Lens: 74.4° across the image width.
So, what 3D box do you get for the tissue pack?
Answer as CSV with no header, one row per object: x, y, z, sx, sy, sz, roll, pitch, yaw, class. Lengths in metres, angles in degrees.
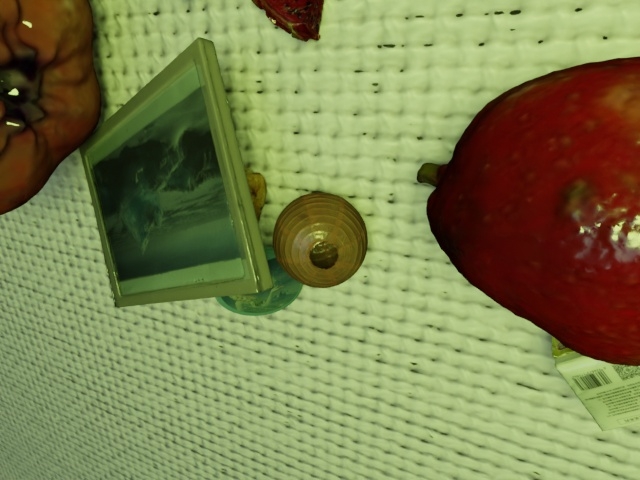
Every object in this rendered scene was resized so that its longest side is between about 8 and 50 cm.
0.367,0.134,0.486,0.149,0.099,0.106,-35,95,33,tissue pack

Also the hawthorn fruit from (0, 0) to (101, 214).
-0.564,-0.270,0.577,0.473,0.472,0.470,10,115,23,hawthorn fruit

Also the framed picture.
-0.263,-0.061,0.667,0.447,0.028,0.325,-12,92,42,framed picture

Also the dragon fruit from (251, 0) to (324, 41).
-0.051,-0.312,0.545,0.132,0.063,0.097,26,88,15,dragon fruit

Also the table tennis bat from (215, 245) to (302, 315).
-0.106,0.038,0.661,0.149,0.038,0.237,-11,131,-2,table tennis bat

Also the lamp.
0.000,0.000,0.592,0.137,0.136,0.136,10,115,23,lamp

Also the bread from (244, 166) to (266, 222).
-0.160,-0.019,0.681,0.083,0.114,0.210,39,125,26,bread

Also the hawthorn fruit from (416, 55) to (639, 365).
0.233,-0.039,0.397,0.307,0.265,0.264,28,122,35,hawthorn fruit
